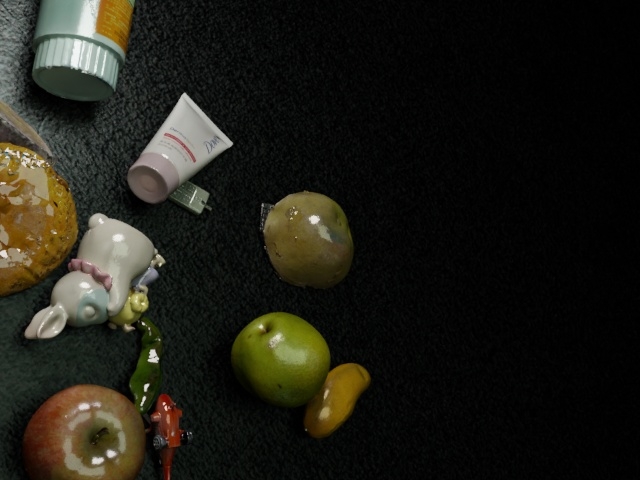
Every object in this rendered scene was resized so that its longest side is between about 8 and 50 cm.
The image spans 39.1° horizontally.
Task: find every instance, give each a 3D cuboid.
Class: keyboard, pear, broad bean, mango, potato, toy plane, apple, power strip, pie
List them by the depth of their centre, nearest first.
[{"bbox_3d":[-0.369,0.321,1.406,0.188,0.174,0.188,7,72,-23],"label":"apple"},{"bbox_3d":[-0.526,-0.036,1.443,0.273,0.069,0.274,-1,93,-22],"label":"pie"},{"bbox_3d":[-0.570,-0.193,1.478,0.120,0.100,0.261,-41,121,8],"label":"potato"},{"bbox_3d":[-0.268,0.360,1.517,0.126,0.077,0.194,24,67,-38],"label":"toy plane"},{"bbox_3d":[-0.296,0.213,1.534,0.061,0.046,0.195,15,50,-33],"label":"broad bean"},{"bbox_3d":[-0.065,0.233,1.615,0.166,0.180,0.216,-44,128,-39],"label":"pear"},{"bbox_3d":[-0.257,-0.091,1.659,0.136,0.019,0.051,32,63,-20],"label":"power strip"},{"bbox_3d":[0.028,0.298,1.704,0.190,0.075,0.098,-43,117,-34],"label":"mango"},{"bbox_3d":[0.000,0.000,1.723,0.182,0.117,0.202,-28,99,-30],"label":"potato"},{"bbox_3d":[-0.030,-0.031,1.780,0.195,0.018,0.060,9,77,-28],"label":"keyboard"}]

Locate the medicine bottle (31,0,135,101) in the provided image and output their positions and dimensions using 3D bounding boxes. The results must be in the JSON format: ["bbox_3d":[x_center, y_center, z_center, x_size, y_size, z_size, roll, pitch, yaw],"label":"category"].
[{"bbox_3d":[-0.404,-0.412,1.566,0.158,0.158,0.318,15,72,-27],"label":"medicine bottle"}]

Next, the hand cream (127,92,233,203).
[{"bbox_3d":[-0.252,-0.163,1.637,0.133,0.083,0.248,47,40,-16],"label":"hand cream"}]

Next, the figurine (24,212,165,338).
[{"bbox_3d":[-0.372,0.090,1.493,0.155,0.127,0.236,49,57,-40],"label":"figurine"}]
